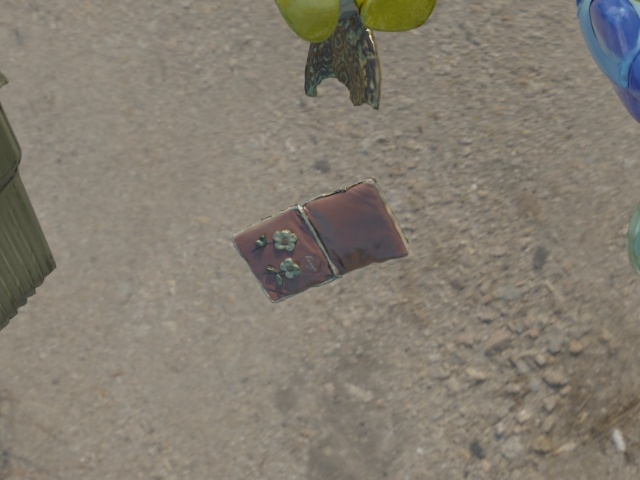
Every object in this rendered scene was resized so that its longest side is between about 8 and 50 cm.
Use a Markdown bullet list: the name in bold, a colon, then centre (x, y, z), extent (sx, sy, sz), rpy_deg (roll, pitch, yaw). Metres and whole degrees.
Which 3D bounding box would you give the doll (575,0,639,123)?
- **doll**: centre (0.419, -0.280, 1.241), extent (0.187, 0.366, 0.376), rpy_deg (39, 165, -23)

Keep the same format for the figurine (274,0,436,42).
- **figurine**: centre (0.017, -0.425, 1.384), extent (0.284, 0.204, 0.338), rpy_deg (-67, 30, 22)

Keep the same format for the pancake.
- **pancake**: centre (0.032, -0.233, 1.516), extent (0.191, 0.020, 0.184), rpy_deg (64, 144, 33)

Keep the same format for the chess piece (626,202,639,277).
- **chess piece**: centre (0.544, 0.038, 1.378), extent (0.182, 0.330, 0.182), rpy_deg (-6, 112, -14)

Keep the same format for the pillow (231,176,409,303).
- **pillow**: centre (0.000, 0.000, 1.481), extent (0.232, 0.043, 0.126), rpy_deg (-21, 117, 26)

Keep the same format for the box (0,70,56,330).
- **box**: centre (-0.315, 0.006, 0.813), extent (0.138, 0.274, 0.178), rpy_deg (-3, 124, 27)
